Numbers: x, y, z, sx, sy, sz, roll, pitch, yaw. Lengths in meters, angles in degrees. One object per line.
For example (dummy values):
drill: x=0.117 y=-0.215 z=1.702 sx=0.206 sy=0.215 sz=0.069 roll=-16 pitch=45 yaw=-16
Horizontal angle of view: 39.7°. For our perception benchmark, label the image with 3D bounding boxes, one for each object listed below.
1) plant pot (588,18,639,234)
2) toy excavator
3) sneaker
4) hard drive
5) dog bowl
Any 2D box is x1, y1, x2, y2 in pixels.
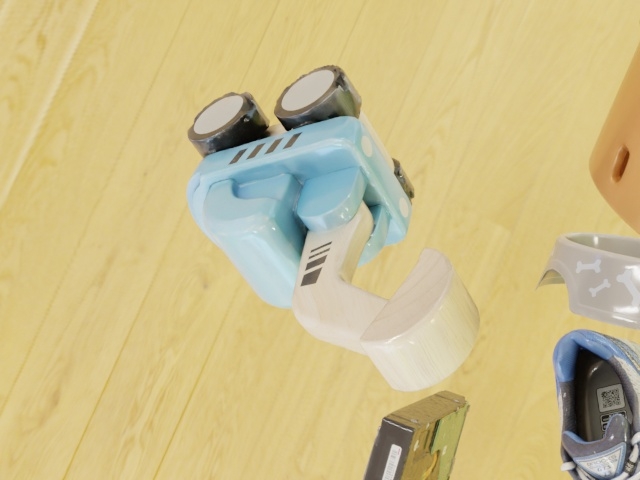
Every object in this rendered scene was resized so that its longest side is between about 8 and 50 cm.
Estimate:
plant pot: x=0.393 y=-0.099 z=0.832 sx=0.291 sy=0.291 sz=0.203 roll=27 pitch=124 yaw=-6
toy excavator: x=0.000 y=0.000 z=1.073 sx=0.222 sy=0.433 sz=0.445 roll=55 pitch=37 yaw=-35
sneaker: x=0.115 y=0.094 z=0.338 sx=0.052 sy=0.058 sz=0.135 roll=-29 pitch=49 yaw=25
hard drive: x=0.148 y=0.378 z=1.439 sx=0.064 sy=0.339 sz=0.236 roll=17 pitch=96 yaw=24
dog bowl: x=0.523 y=0.063 z=1.403 sx=0.349 sy=0.349 sz=0.102 roll=6 pitch=99 yaw=-7
